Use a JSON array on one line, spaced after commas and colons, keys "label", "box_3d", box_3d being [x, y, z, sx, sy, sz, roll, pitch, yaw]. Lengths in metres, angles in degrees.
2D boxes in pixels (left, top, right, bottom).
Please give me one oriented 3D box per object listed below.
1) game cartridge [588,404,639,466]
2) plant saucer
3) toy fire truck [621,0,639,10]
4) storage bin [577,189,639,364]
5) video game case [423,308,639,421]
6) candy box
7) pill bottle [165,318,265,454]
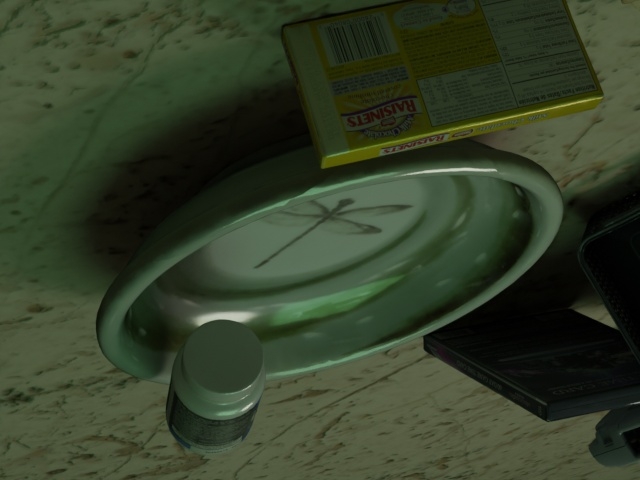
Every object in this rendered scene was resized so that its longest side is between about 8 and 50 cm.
[{"label": "game cartridge", "box_3d": [0.444, 0.149, 1.657, 0.198, 0.062, 0.297, -30, 179, -38]}, {"label": "plant saucer", "box_3d": [0.000, 0.000, 1.280, 0.400, 0.101, 0.400, -15, 156, -7]}, {"label": "toy fire truck", "box_3d": [0.258, -0.200, 1.086, 0.192, 0.047, 0.135, 5, 149, -42]}, {"label": "storage bin", "box_3d": [0.348, 0.041, 1.506, 0.122, 0.180, 0.084, -29, -170, 23]}, {"label": "video game case", "box_3d": [0.258, 0.129, 1.644, 0.196, 0.026, 0.274, -8, -165, -21]}, {"label": "candy box", "box_3d": [0.085, -0.120, 1.065, 0.205, 0.105, 0.027, -13, 162, -11]}, {"label": "pill bottle", "box_3d": [-0.086, 0.121, 1.264, 0.078, 0.078, 0.137, -11, 157, -15]}]
